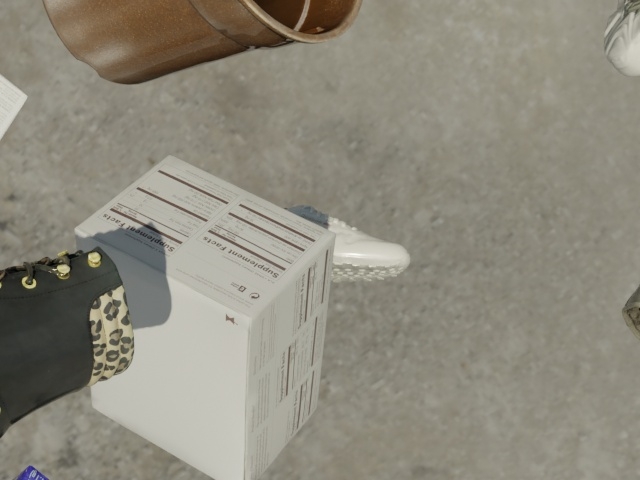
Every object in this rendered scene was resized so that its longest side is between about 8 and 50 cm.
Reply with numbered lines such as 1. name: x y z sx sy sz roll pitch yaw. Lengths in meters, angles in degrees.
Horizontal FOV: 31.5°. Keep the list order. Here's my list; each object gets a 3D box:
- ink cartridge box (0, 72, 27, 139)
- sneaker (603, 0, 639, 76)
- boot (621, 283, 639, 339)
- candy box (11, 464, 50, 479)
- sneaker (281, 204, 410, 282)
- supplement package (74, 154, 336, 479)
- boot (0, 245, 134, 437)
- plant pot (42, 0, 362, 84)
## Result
1. ink cartridge box: -0.483 -0.134 1.325 0.189 0.066 0.232 40 73 -32
2. sneaker: 0.305 -0.171 0.800 0.232 0.090 0.115 -37 106 -11
3. boot: 0.375 -0.010 1.123 0.076 0.208 0.189 38 -13 39
4. candy box: -0.224 0.383 0.929 0.268 0.122 0.317 42 23 -13
5. sneaker: 0.000 0.000 1.456 0.235 0.090 0.094 4 70 11
6. supplement package: -0.116 0.086 1.136 0.204 0.261 0.145 25 45 21
7. boot: -0.230 0.024 0.751 0.179 0.085 0.236 -25 111 -38
8. plant pot: -0.084 -0.185 0.741 0.167 0.165 0.167 20 63 -47
